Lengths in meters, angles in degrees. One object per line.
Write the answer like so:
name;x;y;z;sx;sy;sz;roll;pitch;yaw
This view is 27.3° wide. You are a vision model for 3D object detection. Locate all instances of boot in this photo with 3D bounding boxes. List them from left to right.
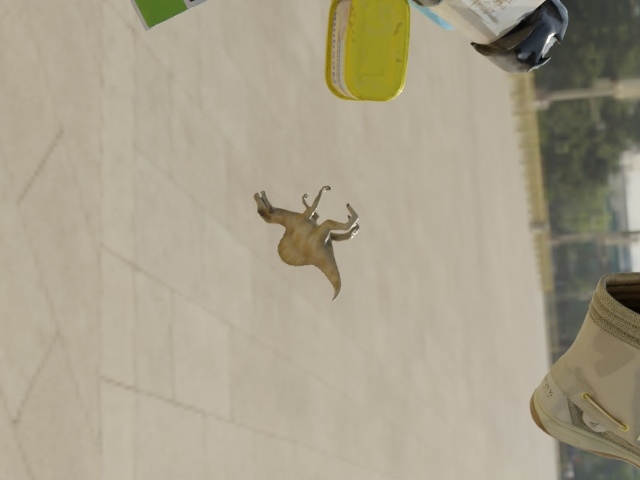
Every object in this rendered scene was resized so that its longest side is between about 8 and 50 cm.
boot;0.365;0.139;1.317;0.095;0.262;0.203;-74;-178;-52

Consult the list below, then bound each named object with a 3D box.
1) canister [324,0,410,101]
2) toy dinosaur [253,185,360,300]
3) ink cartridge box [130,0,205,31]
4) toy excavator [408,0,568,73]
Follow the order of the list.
canister;0.050;-0.213;1.435;0.170;0.073;0.126;-128;-138;-80
toy dinosaur;0.000;0.000;1.433;0.183;0.093;0.053;47;-9;37
ink cartridge box;-0.108;-0.363;1.394;0.188;0.255;0.097;64;10;-14
toy excavator;0.119;-0.393;1.535;0.222;0.433;0.445;28;32;-42
